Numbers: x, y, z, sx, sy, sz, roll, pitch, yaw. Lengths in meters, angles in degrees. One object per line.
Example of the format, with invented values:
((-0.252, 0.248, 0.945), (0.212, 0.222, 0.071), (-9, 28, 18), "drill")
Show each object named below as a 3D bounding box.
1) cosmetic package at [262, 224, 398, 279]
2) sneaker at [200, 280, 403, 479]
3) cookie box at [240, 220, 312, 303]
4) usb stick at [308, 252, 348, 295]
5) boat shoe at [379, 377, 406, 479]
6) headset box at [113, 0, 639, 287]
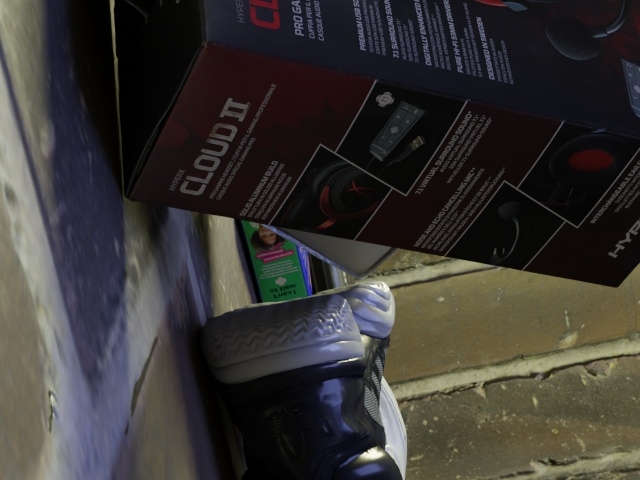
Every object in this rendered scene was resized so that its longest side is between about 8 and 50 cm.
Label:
((-0.001, -0.135, 1.009), (0.153, 0.129, 0.296), (33, 28, -26), "cosmetic package")
((-0.001, 0.108, 0.929), (0.268, 0.101, 0.153), (-7, 86, -81), "sneaker")
((-0.035, -0.004, 1.214), (0.092, 0.040, 0.107), (-98, 175, -57), "cookie box")
((0.000, 0.000, 1.824), (0.077, 0.045, 0.278), (58, 21, -84), "usb stick")
((0.042, 0.216, 1.413), (0.076, 0.083, 0.226), (-72, 151, -86), "boat shoe")
((0.025, -0.112, 0.769), (0.110, 0.293, 0.218), (123, -31, -44), "headset box")
